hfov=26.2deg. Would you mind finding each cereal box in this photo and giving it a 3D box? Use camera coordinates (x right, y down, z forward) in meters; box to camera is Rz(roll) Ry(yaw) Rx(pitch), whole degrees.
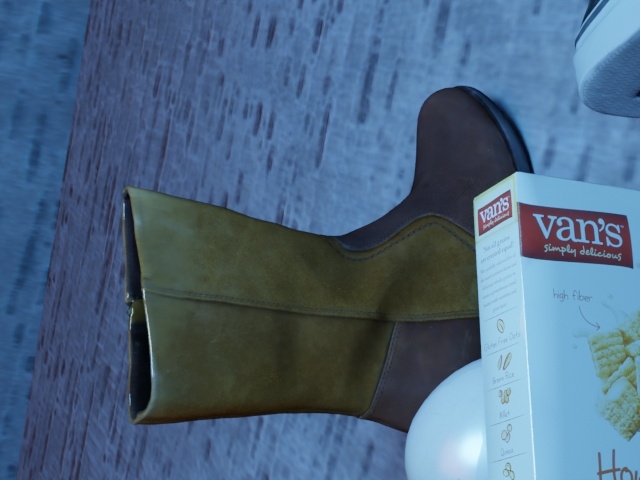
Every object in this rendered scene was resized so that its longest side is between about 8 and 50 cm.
[{"bbox_3d":[0.161,0.094,0.653,0.047,0.173,0.240,145,127,-60],"label":"cereal box"}]

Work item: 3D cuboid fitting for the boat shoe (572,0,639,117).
[{"bbox_3d":[0.211,-0.177,0.673,0.335,0.121,0.119,136,134,-62],"label":"boat shoe"}]

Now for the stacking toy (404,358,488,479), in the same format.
[{"bbox_3d":[0.023,0.277,0.847,0.479,0.351,0.350,-62,26,4],"label":"stacking toy"}]

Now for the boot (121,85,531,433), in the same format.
[{"bbox_3d":[0.000,0.000,0.911,0.096,0.281,0.264,152,122,-62],"label":"boot"}]
